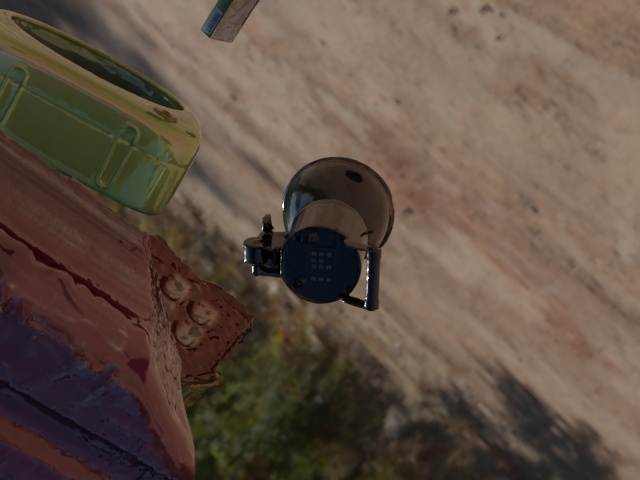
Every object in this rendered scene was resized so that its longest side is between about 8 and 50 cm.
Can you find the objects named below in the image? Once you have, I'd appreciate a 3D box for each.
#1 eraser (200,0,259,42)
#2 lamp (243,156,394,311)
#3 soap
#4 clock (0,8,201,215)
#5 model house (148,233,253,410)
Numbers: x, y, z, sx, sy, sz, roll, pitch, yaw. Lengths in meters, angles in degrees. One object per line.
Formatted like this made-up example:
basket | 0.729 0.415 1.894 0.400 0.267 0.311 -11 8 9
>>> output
eraser | -0.080 -0.232 1.344 0.019 0.083 0.038 45 -158 27
lamp | 0.000 0.000 1.681 0.227 0.172 0.147 -66 -19 -68
soap | -0.197 0.055 0.736 0.325 0.220 0.127 39 -151 -31
clock | -0.233 -0.132 1.339 0.235 0.096 0.308 27 -170 -10
model house | -0.205 0.135 1.356 0.160 0.196 0.254 44 -157 -3
